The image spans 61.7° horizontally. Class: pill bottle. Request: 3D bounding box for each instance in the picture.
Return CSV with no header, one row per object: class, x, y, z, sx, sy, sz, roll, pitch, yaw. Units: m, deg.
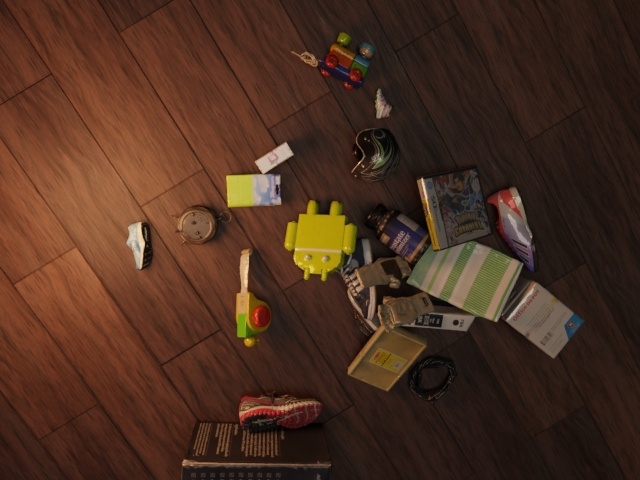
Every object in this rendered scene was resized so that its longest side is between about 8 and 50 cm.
pill bottle,0.263,-0.027,1.807,0.219,0.123,0.123,36,94,11

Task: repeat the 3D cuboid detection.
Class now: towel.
towel,0.494,0.107,1.826,0.324,0.038,0.248,26,76,12

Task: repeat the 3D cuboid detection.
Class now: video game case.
video game case,0.454,-0.113,1.796,0.274,0.035,0.248,-14,91,-33

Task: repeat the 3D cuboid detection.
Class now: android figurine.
android figurine,0.000,0.000,1.784,0.248,0.056,0.273,5,78,20

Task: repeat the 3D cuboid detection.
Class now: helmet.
helmet,0.178,-0.274,1.764,0.169,0.169,0.162,-11,83,-4

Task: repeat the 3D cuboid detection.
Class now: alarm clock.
alarm clock,-0.391,-0.057,1.792,0.192,0.064,0.129,-17,99,-6

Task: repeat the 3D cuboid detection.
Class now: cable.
cable,0.413,0.497,1.960,0.150,0.047,0.184,45,94,-5

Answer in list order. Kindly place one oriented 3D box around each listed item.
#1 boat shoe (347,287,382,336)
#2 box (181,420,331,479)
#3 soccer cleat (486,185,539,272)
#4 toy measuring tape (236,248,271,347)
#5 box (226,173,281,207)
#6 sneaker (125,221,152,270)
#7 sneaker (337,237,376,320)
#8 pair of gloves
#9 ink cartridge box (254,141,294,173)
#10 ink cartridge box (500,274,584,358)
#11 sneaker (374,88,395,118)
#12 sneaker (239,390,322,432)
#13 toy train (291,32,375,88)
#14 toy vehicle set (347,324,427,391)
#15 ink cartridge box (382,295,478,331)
boat shoe,0.142,0.252,1.885,0.065,0.083,0.183,-23,72,-39
box,-0.221,0.903,1.825,0.471,0.297,0.480,4,97,-5
soccer cleat,0.684,-0.029,1.888,0.116,0.108,0.318,-18,102,18
toy measuring tape,-0.224,0.197,1.835,0.121,0.121,0.330,1,80,-6
box,-0.222,-0.169,1.799,0.178,0.042,0.109,-2,99,-5
sneaker,-0.610,0.019,1.790,0.073,0.063,0.162,-2,94,13
sneaker,0.104,0.135,1.826,0.153,0.099,0.282,-3,78,-6
pair of gloves,0.240,0.166,1.764,0.204,0.042,0.240,-21,71,-28
ink cartridge box,-0.154,-0.273,1.768,0.122,0.088,0.052,-31,103,0
ink cartridge box,0.751,0.260,1.890,0.232,0.168,0.171,38,92,-9
sneaker,0.219,-0.461,1.805,0.069,0.038,0.098,-3,108,-7
sneaker,-0.136,0.585,1.887,0.299,0.112,0.121,3,123,-18
toy train,0.048,-0.612,1.738,0.248,0.105,0.143,27,84,-8
toy vehicle set,0.230,0.408,1.870,0.166,0.035,0.267,26,122,-9
ink cartridge box,0.391,0.254,1.857,0.332,0.165,0.065,5,99,-5
